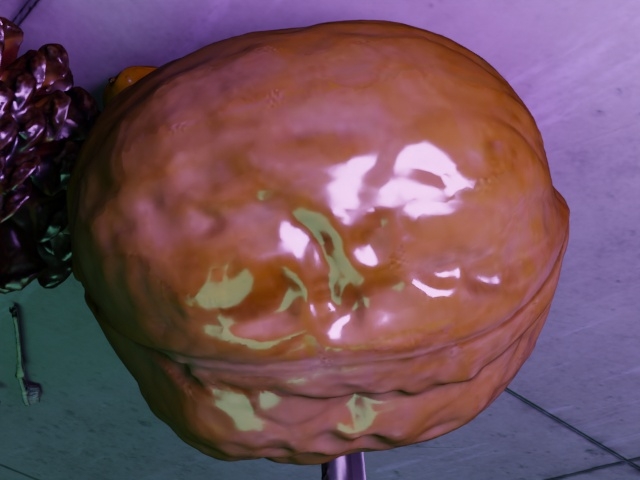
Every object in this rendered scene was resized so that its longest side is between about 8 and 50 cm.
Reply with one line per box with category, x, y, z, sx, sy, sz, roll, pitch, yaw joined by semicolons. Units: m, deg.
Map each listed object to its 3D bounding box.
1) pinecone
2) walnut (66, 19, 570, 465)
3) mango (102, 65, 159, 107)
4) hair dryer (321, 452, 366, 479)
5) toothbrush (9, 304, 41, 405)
pinecone;-0.301;-0.064;0.851;0.246;0.246;0.292;4;159;11
walnut;0.000;0.000;0.766;0.398;0.308;0.354;-4;134;-3
mango;-0.153;-0.112;0.872;0.080;0.060;0.114;-2;147;23
hair dryer;-0.033;0.138;1.008;0.320;0.284;0.155;16;118;-8
toothbrush;-0.433;0.172;1.378;0.028;0.026;0.294;-3;147;-11
